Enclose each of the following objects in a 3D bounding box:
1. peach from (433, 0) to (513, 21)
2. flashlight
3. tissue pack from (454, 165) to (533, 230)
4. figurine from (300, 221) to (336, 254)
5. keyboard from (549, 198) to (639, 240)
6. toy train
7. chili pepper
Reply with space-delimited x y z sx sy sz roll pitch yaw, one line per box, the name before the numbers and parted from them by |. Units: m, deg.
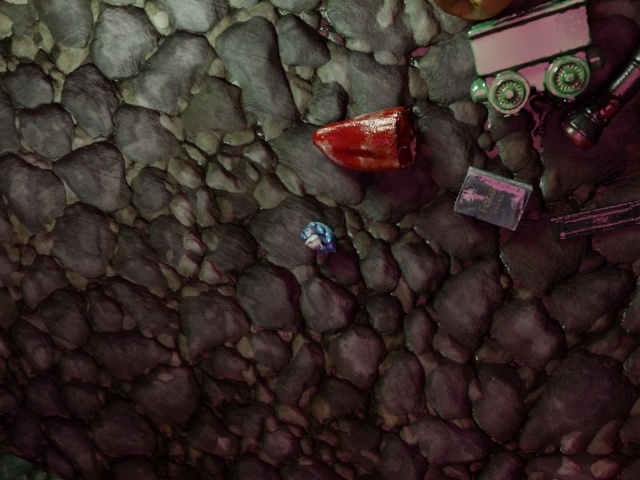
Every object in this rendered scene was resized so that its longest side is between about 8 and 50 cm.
peach | 0.319 -0.556 1.092 0.214 0.214 0.236 25 100 4
flashlight | 0.611 -0.300 1.173 0.093 0.093 0.232 38 117 -3
tissue pack | 0.409 -0.100 1.339 0.156 0.051 0.113 19 118 7
figurine | 0.000 0.000 1.485 0.114 0.079 0.114 25 139 24
keyboard | 0.649 -0.047 1.314 0.204 0.013 0.061 -13 109 20
toy train | 0.436 -0.374 1.158 0.265 0.145 0.202 -12 106 20
chili pepper | 0.102 -0.231 1.351 0.252 0.137 0.144 -1 158 27
